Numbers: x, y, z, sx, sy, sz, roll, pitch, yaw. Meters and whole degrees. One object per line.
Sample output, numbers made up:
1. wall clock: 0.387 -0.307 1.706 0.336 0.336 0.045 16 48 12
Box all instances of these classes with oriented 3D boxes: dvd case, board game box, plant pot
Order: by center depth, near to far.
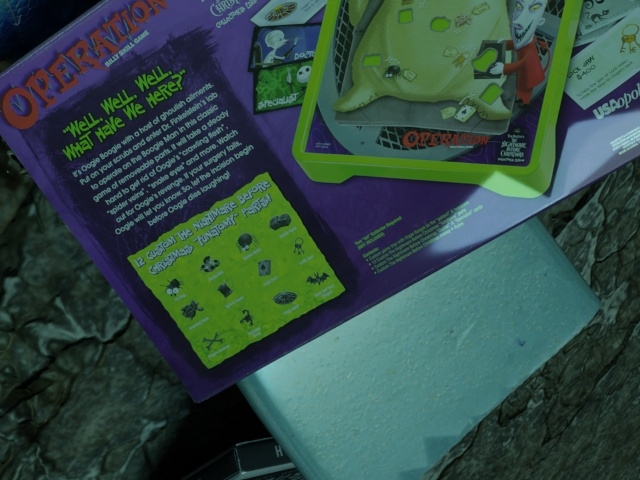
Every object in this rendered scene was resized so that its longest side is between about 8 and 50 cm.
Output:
1. board game box: 0.022 -0.082 0.422 0.347 0.056 0.208 -30 106 13
2. plant pot: 0.000 0.000 0.619 0.248 0.247 0.252 -40 120 -7
3. dvd case: -0.057 0.227 0.789 0.179 0.029 0.239 -1 153 -37

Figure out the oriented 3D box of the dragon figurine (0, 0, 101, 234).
1. dragon figurine: -0.148 -0.116 0.518 0.144 0.085 0.289 -32 133 -16
